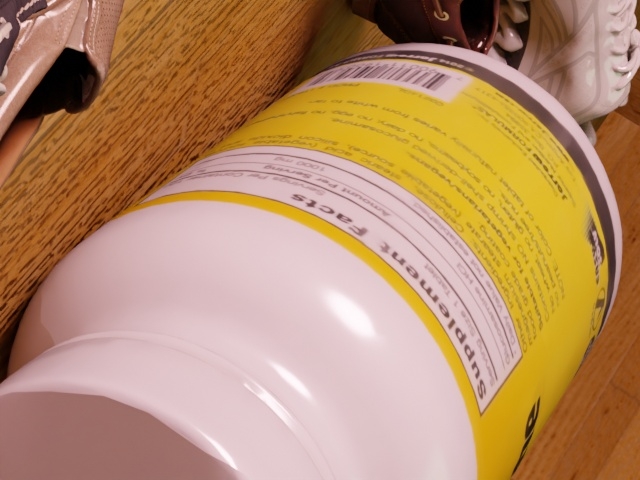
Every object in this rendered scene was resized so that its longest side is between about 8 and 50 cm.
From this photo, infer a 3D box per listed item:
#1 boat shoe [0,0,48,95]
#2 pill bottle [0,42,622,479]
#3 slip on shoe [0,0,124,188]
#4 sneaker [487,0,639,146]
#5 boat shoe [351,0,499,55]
[{"bbox_3d":[-0.085,-0.041,0.379,0.046,0.038,0.125,-21,-172,12],"label":"boat shoe"},{"bbox_3d":[-0.006,0.050,0.721,0.188,0.188,0.334,-63,169,30],"label":"pill bottle"},{"bbox_3d":[-0.073,-0.052,0.475,0.135,0.041,0.051,-50,168,-40],"label":"slip on shoe"},{"bbox_3d":[0.181,-0.160,1.247,0.110,0.118,0.292,-48,166,-37],"label":"sneaker"},{"bbox_3d":[0.061,-0.143,0.795,0.073,0.073,0.207,-54,169,-14],"label":"boat shoe"}]
